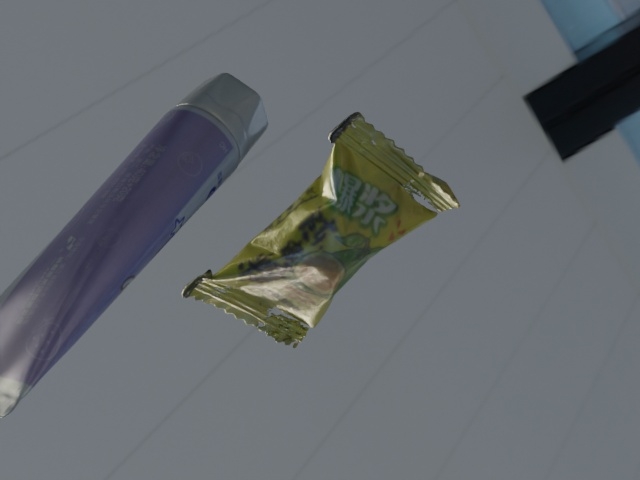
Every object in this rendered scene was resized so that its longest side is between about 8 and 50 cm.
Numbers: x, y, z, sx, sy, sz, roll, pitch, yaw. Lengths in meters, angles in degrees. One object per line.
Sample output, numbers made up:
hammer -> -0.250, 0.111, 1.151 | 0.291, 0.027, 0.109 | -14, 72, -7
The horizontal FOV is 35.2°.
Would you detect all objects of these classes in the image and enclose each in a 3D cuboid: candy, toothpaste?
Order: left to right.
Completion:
toothpaste -> -0.175, -0.006, 0.844 | 0.371, 0.125, 0.080 | -52, -50, -34
candy -> 0.000, 0.000, 1.133 | 0.187, 0.297, 0.081 | 31, -150, -35
